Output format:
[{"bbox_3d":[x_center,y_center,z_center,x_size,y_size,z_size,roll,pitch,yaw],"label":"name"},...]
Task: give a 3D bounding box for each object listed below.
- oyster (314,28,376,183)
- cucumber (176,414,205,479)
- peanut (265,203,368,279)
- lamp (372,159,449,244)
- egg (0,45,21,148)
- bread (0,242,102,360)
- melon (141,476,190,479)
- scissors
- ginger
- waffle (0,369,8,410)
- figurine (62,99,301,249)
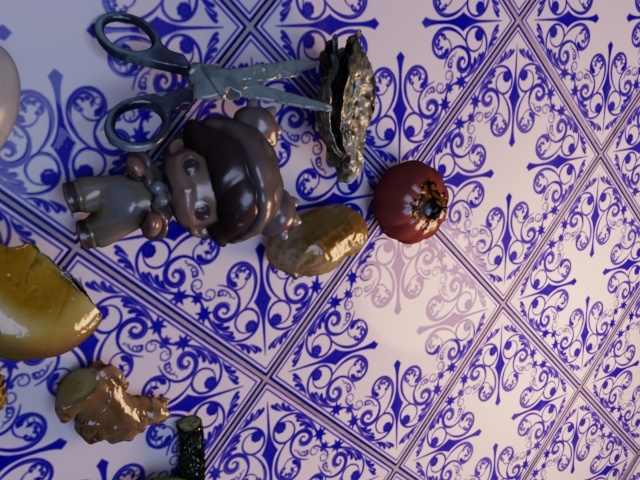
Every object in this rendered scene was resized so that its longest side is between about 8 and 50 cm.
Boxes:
[{"bbox_3d":[0.048,-0.254,1.378,0.112,0.198,0.267,2,144,3],"label":"oyster"},{"bbox_3d":[-0.254,0.436,1.443,0.058,0.058,0.187,-7,106,-33],"label":"cucumber"},{"bbox_3d":[0.000,0.000,1.449,0.224,0.129,0.129,-26,117,-24],"label":"peanut"},{"bbox_3d":[0.198,-0.080,1.557,0.182,0.140,0.182,-7,102,-34],"label":"lamp"},{"bbox_3d":[-0.507,-0.188,1.028,0.151,0.151,0.209,34,81,-36],"label":"egg"},{"bbox_3d":[-0.475,0.096,1.102,0.260,0.158,0.156,50,46,-22],"label":"bread"},{"bbox_3d":[-0.333,0.561,1.350,0.169,0.129,0.265,35,95,-25],"label":"melon"},{"bbox_3d":[-0.165,-0.254,1.197,0.384,0.029,0.255,-1,67,-21],"label":"scissors"},{"bbox_3d":[-0.372,0.305,1.314,0.137,0.074,0.213,-54,132,-10],"label":"ginger"},{"bbox_3d":[-0.524,0.209,1.116,0.160,0.192,0.046,45,51,-25],"label":"waffle"},{"bbox_3d":[-0.227,-0.084,1.239,0.381,0.203,0.248,-16,95,-16],"label":"figurine"}]
